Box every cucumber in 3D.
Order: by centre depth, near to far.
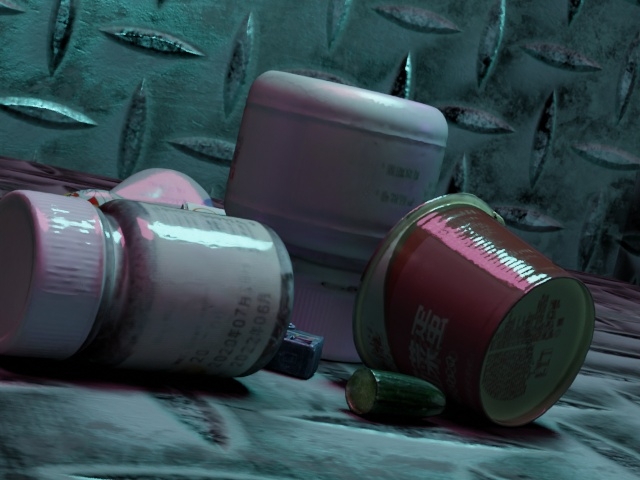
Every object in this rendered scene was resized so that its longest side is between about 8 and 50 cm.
[{"bbox_3d":[0.081,0.156,1.304,0.105,0.048,0.048,10,6,-29],"label":"cucumber"}]

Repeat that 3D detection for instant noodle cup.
[{"bbox_3d":[0.176,0.085,1.434,0.235,0.234,0.178,8,16,-43],"label":"instant noodle cup"}]

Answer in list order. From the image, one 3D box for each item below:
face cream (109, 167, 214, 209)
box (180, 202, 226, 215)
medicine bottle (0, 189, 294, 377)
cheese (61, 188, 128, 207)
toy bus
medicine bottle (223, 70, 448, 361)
[{"bbox_3d":[-0.263,-0.012,2.095,0.235,0.137,0.420,14,16,-9],"label":"face cream"},{"bbox_3d":[-0.075,0.033,1.825,0.269,0.079,0.135,11,32,-17],"label":"box"},{"bbox_3d":[-0.176,0.044,1.244,0.273,0.165,0.165,8,7,-35],"label":"medicine bottle"},{"bbox_3d":[-0.297,-0.005,1.875,0.270,0.069,0.177,34,34,33],"label":"cheese"},{"bbox_3d":[-0.081,0.108,1.433,0.166,0.047,0.065,14,9,10],"label":"toy bus"},{"bbox_3d":[0.005,-0.031,1.616,0.256,0.324,0.256,13,6,-1],"label":"medicine bottle"}]
